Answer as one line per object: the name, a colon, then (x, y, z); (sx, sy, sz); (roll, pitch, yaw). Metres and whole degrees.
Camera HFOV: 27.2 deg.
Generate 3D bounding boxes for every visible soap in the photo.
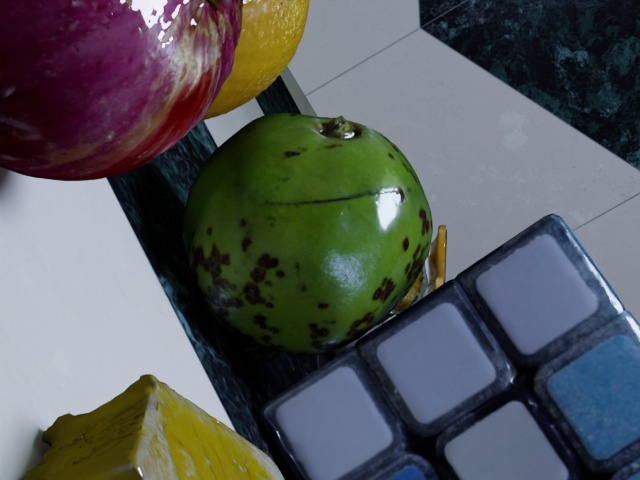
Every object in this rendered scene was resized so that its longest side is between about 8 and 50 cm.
soap: (-0.081, 0.172, 0.771); (0.160, 0.080, 0.257); (64, 8, 32)

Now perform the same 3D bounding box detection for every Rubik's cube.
Rubik's cube: (0.198, 0.223, 1.323); (0.363, 0.362, 0.359); (61, 7, 13)

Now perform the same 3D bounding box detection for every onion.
onion: (-0.181, -0.155, 0.882); (0.256, 0.272, 0.230); (51, 36, -19)

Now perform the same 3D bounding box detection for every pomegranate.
pomegranate: (-0.019, 0.004, 1.290); (0.254, 0.270, 0.254); (22, 23, -10)

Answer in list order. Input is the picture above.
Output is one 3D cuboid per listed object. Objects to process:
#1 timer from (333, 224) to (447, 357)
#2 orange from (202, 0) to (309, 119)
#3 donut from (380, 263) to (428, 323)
timer: (0.047, 0.054, 1.774); (0.233, 0.240, 0.233); (2, 90, -85)
orange: (-0.141, -0.236, 1.230); (0.274, 0.274, 0.274); (58, 8, -13)
donut: (0.000, 0.000, 1.565); (0.272, 0.107, 0.272); (31, 34, -25)
